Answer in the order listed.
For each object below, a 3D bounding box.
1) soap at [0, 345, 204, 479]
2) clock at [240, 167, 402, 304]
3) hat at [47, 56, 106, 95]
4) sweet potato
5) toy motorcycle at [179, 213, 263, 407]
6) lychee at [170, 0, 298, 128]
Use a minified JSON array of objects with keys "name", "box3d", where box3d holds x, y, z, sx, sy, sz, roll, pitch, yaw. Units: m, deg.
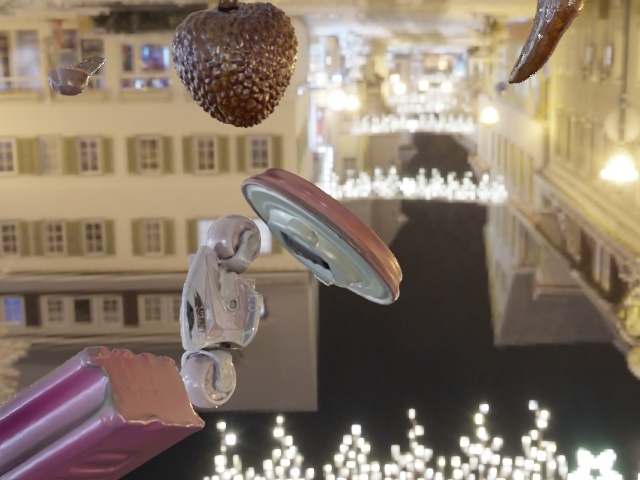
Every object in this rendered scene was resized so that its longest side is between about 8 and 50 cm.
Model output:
[{"name":"soap","box3d":[-0.199,0.156,0.762,0.203,0.066,0.122,-33,158,16]},{"name":"clock","box3d":[-0.001,0.001,1.306,0.056,0.244,0.244,-51,-150,-14]},{"name":"hat","box3d":[-0.335,-0.226,1.444,0.087,0.042,0.058,-22,-172,-35]},{"name":"sweet potato","box3d":[0.286,-0.303,1.231,0.058,0.255,0.078,13,-168,-22]},{"name":"toy motorcycle","box3d":[-0.137,0.085,1.325,0.112,0.254,0.112,10,168,2]},{"name":"lychee","box3d":[-0.121,-0.267,1.508,0.194,0.195,0.194,-1,-169,0]}]
